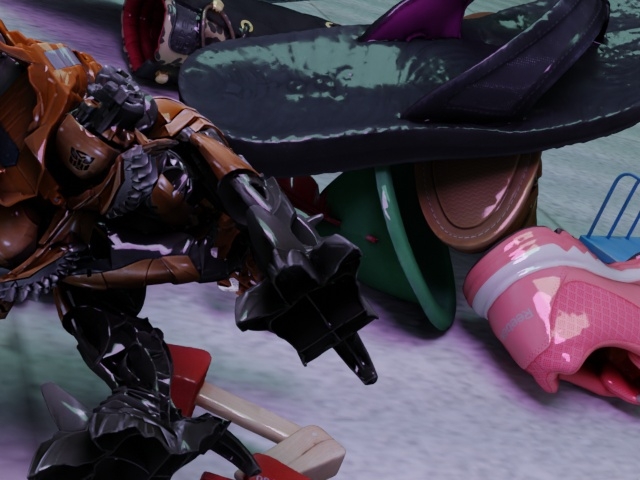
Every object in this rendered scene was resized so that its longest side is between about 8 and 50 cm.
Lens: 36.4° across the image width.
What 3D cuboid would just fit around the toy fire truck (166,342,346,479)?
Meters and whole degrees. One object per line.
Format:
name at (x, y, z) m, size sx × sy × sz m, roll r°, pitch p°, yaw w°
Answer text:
toy fire truck at (-0.020, 0.128, 0.510) m, size 0.192 × 0.047 × 0.135 m, roll 18°, pitch 23°, yaw -7°

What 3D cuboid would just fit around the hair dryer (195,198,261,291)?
hair dryer at (-0.122, -0.058, 0.722) m, size 0.224 × 0.080 × 0.293 m, roll 32°, pitch 6°, yaw -47°

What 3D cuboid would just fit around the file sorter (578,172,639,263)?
file sorter at (0.408, -0.008, 1.113) m, size 0.170 × 0.104 × 0.118 m, roll 2°, pitch 30°, yaw -40°

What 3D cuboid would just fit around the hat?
hat at (0.000, 0.000, 0.830) m, size 0.173 × 0.184 × 0.208 m, roll 53°, pitch 26°, yaw -47°

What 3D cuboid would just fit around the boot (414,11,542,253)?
boot at (0.155, -0.046, 0.906) m, size 0.109 × 0.220 × 0.283 m, roll -7°, pitch 46°, yaw 11°

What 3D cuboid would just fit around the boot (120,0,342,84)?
boot at (-0.049, -0.194, 1.081) m, size 0.284 × 0.138 × 0.377 m, roll 9°, pitch 22°, yaw -29°

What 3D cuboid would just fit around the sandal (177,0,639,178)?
sandal at (0.112, -0.145, 0.753) m, size 0.446 × 0.107 × 0.167 m, roll -14°, pitch 49°, yaw -22°

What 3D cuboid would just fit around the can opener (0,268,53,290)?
can opener at (-0.185, -0.022, 0.682) m, size 0.073 × 0.059 × 0.186 m, roll 14°, pitch 24°, yaw -16°

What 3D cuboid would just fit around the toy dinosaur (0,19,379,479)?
toy dinosaur at (-0.076, -0.013, 0.462) m, size 0.322 × 0.164 × 0.218 m, roll 6°, pitch 39°, yaw -42°

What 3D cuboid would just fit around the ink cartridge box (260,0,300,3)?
ink cartridge box at (-0.201, -0.346, 1.197) m, size 0.304 × 0.072 × 0.307 m, roll 7°, pitch 7°, yaw 35°

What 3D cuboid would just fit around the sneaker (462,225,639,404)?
sneaker at (0.261, 0.083, 0.821) m, size 0.314 × 0.116 × 0.136 m, roll 6°, pitch 46°, yaw -32°
